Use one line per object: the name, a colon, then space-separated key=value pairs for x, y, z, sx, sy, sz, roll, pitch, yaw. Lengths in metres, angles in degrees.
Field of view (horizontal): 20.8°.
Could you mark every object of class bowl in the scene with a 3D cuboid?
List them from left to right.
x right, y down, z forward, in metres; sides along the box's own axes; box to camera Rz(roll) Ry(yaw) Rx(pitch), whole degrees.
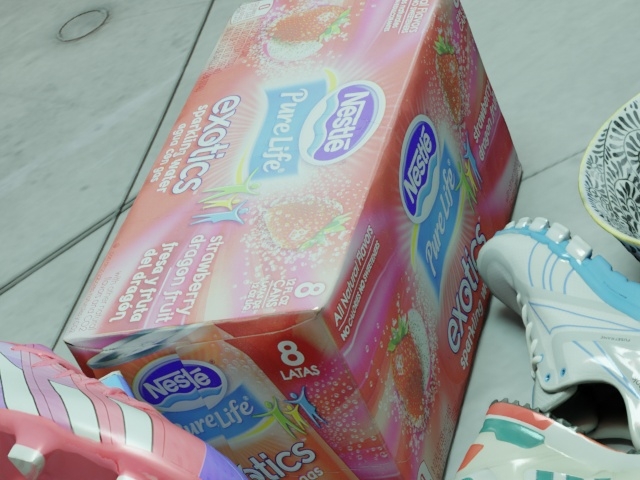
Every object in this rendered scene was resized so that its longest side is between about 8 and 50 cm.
bowl: x=0.223 y=-0.020 z=0.882 sx=0.170 sy=0.080 sz=0.170 roll=-17 pitch=34 yaw=12

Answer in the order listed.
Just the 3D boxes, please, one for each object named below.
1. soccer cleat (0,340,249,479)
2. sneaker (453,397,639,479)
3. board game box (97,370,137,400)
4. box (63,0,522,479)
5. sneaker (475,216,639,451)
soccer cleat: x=-0.111 y=0.078 z=0.709 sx=0.248 sy=0.083 sz=0.095 roll=3 pitch=37 yaw=40
sneaker: x=0.121 y=0.129 z=0.776 sx=0.161 sy=0.057 sz=0.075 roll=19 pitch=70 yaw=46
board game box: x=-0.118 y=0.227 z=0.702 sx=0.232 sy=0.141 sz=0.291 roll=-29 pitch=33 yaw=-6
box: x=0.000 y=0.000 z=0.935 sx=0.142 sy=0.154 sz=0.300 roll=-8 pitch=35 yaw=24
sneaker: x=0.124 y=0.052 z=0.861 sx=0.083 sy=0.071 sz=0.191 roll=-40 pitch=35 yaw=-11
